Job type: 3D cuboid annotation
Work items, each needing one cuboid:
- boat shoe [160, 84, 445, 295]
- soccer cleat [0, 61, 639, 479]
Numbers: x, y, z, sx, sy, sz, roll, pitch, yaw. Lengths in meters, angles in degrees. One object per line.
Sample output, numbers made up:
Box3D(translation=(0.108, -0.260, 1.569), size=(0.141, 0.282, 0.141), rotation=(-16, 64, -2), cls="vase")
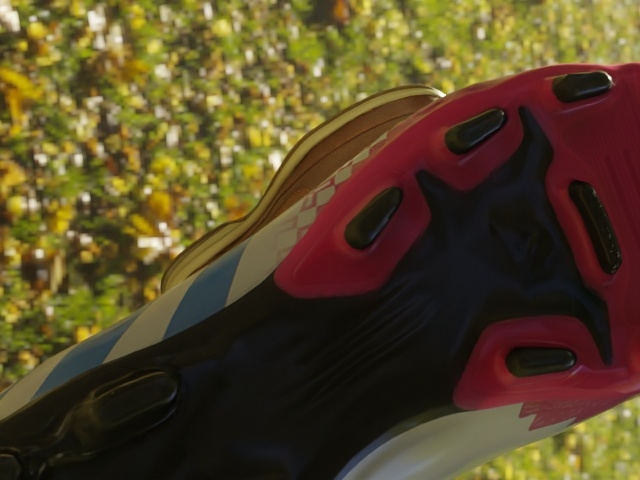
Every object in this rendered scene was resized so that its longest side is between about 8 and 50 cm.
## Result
Box3D(translation=(-0.001, 0.000, 0.664), size=(0.064, 0.178, 0.060), rotation=(28, 30, -43), cls="boat shoe")
Box3D(translation=(0.004, 0.037, 0.463), size=(0.331, 0.143, 0.116), rotation=(-28, 91, -24), cls="soccer cleat")
